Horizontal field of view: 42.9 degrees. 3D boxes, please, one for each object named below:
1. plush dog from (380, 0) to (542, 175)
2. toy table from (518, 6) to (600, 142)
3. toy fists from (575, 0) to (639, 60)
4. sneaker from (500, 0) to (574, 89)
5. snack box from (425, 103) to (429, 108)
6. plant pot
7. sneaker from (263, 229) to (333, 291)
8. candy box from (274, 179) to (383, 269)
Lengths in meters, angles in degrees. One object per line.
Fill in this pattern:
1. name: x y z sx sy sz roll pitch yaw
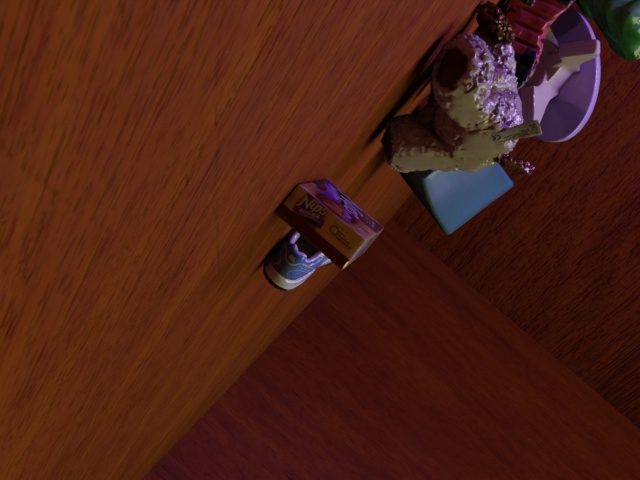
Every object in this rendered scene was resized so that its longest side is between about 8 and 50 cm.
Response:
1. plush dog: 0.234 -0.220 1.220 0.262 0.211 0.225 127 -20 -54
2. toy table: 0.429 -0.334 1.562 0.252 0.274 0.161 -15 171 35
3. toy fists: 0.528 -0.459 1.505 0.096 0.142 0.279 -34 -137 20
4. sneaker: 0.356 -0.390 1.381 0.135 0.098 0.276 -91 -153 -70
5. snack box: 0.211 -0.229 1.632 0.100 0.037 0.141 -42 171 -47
6. plant pot: 0.230 -0.147 1.527 0.166 0.165 0.234 -38 156 10
7. sneaker: 0.000 0.000 1.265 0.211 0.080 0.081 -46 177 -44
8. candy box: 0.018 -0.025 1.061 0.053 0.109 0.187 -51 174 13
